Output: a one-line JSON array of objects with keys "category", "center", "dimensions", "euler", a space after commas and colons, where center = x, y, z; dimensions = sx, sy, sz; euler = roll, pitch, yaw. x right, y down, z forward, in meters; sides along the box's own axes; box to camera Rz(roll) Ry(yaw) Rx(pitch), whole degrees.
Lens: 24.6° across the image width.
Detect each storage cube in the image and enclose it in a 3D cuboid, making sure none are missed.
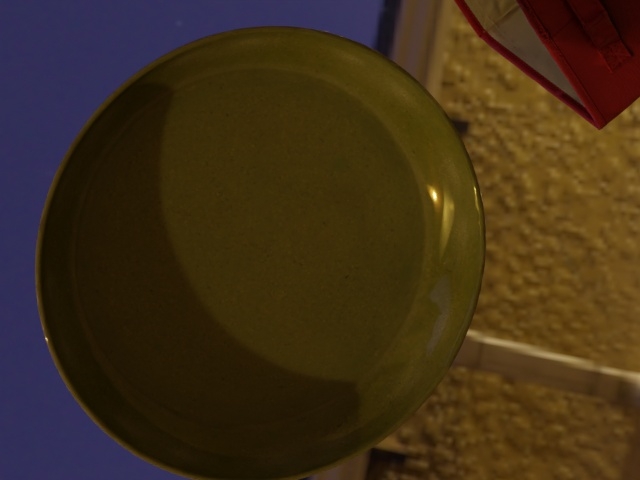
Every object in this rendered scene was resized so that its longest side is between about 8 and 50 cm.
[{"category": "storage cube", "center": [0.181, -0.231, 1.016], "dimensions": [0.193, 0.215, 0.184], "euler": [-40, -54, 2]}]

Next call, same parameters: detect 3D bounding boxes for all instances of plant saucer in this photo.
[{"category": "plant saucer", "center": [-0.030, 0.008, 0.766], "dimensions": [0.240, 0.037, 0.241], "euler": [-4, -76, -18]}]
